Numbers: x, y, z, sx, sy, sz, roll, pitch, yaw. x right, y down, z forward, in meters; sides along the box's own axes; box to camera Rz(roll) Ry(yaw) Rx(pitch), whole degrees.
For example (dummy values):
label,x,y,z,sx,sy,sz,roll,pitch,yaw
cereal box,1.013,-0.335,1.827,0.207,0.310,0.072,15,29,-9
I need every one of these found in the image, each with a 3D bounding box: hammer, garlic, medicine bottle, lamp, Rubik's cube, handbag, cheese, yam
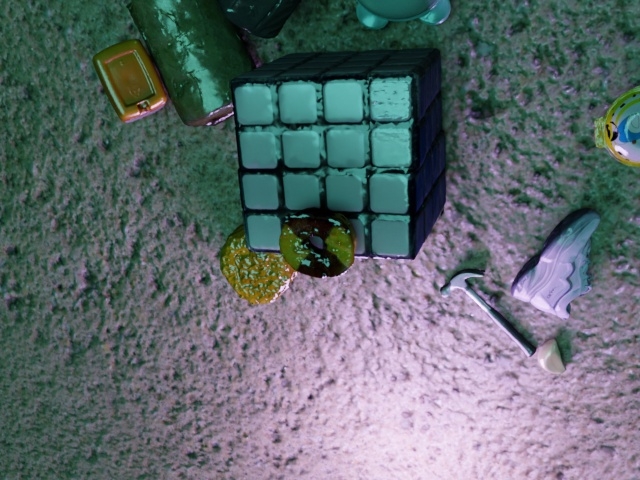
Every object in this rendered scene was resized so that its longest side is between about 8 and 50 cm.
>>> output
label,x,y,z,sx,sy,sz,roll,pitch,yaw
hammer,0.383,0.159,1.609,0.246,0.029,0.103,43,117,-1
garlic,0.498,0.256,1.598,0.053,0.041,0.083,-27,107,12
medicine bottle,-0.409,-0.337,1.588,0.112,0.222,0.149,-26,102,-10
lamp,0.140,-0.541,1.372,0.209,0.147,0.284,2,109,21
Rubik's cube,0.052,-0.180,1.427,0.343,0.344,0.337,2,110,16
handbag,-0.107,-0.530,1.414,0.181,0.181,0.254,-43,48,32
cheese,0.638,-0.215,1.364,0.250,0.064,0.157,-7,108,8
yam,-0.254,-0.394,1.543,0.195,0.195,0.300,-20,101,24

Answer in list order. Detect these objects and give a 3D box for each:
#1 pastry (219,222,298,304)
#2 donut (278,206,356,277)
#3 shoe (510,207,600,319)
label,x,y,z,sx,sy,sz,roll,pitch,yaw
pastry,-0.139,0.046,1.707,0.188,0.103,0.189,7,112,17
donut,0.000,0.000,1.291,0.140,0.059,0.140,8,116,16
shoe,0.505,0.052,1.495,0.137,0.095,0.245,33,120,2
